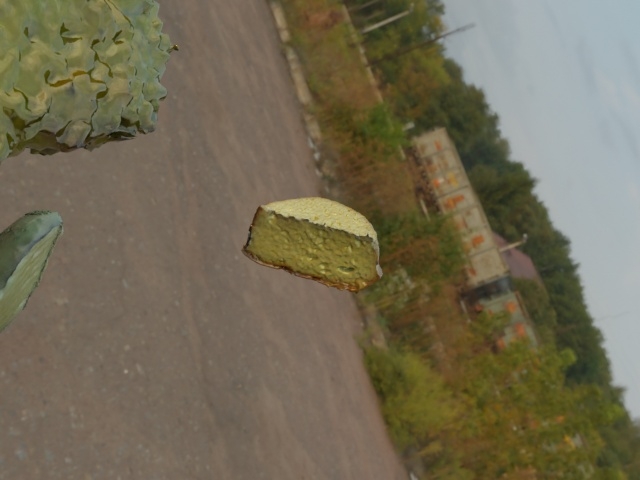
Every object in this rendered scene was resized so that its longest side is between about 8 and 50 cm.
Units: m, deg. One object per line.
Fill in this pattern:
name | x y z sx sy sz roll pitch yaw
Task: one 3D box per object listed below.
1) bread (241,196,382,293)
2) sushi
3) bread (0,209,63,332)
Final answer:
bread | -0.004 -0.005 1.469 0.134 0.260 0.129 -72 176 -62
sushi | -0.352 -0.179 0.757 0.396 0.351 0.240 -32 113 -61
bread | -0.403 0.056 0.987 0.064 0.232 0.172 36 -10 0
